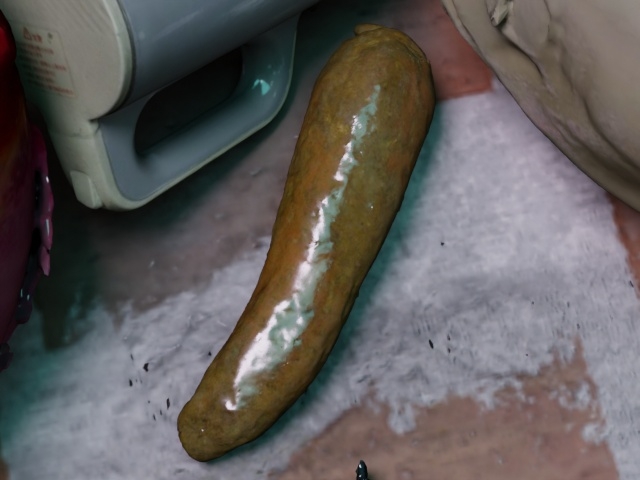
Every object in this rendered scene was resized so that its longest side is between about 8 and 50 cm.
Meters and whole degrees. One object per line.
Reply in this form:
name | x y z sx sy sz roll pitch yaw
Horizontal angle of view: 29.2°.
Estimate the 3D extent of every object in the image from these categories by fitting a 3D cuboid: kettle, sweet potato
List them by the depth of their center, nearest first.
kettle | -0.066 -0.146 0.658 0.160 0.210 0.243 21 48 29
sweet potato | 0.000 0.000 0.684 0.075 0.075 0.273 22 76 0

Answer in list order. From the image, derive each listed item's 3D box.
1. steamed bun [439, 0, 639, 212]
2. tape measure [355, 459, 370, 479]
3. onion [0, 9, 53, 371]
steamed bun | 0.231 -0.121 0.680 0.324 0.219 0.310 32 54 29
tape measure | 0.048 0.172 0.642 0.094 0.054 0.091 21 73 6
onion | -0.303 -0.011 0.500 0.345 0.358 0.358 15 72 3
